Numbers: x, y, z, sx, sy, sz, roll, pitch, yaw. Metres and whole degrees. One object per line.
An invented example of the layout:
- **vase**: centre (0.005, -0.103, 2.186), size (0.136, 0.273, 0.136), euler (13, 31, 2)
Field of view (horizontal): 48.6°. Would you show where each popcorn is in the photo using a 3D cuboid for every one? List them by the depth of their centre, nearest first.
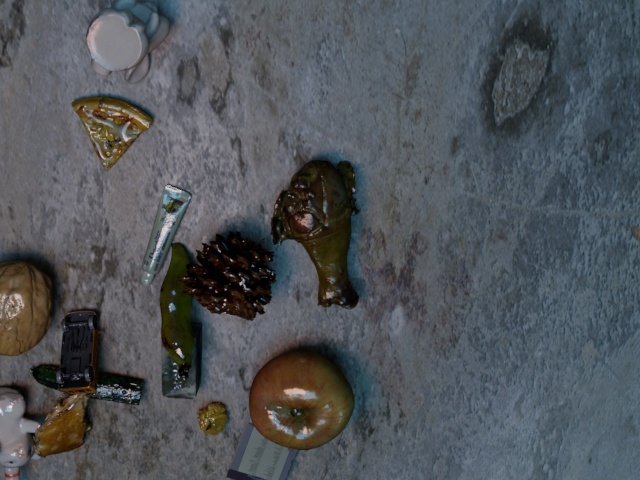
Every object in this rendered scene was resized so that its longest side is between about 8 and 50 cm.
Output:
- **popcorn**: centre (-0.281, 0.465, 1.823), size (0.084, 0.084, 0.084), euler (0, 107, 0)

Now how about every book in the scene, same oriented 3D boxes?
- **book**: centre (-0.141, 0.553, 1.880), size (0.158, 0.026, 0.231), euler (20, 106, -3)

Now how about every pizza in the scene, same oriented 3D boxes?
- **pizza**: centre (-0.493, -0.245, 1.623), size (0.185, 0.036, 0.176), euler (22, 107, -6)
- **pizza**: centre (-0.652, 0.458, 1.786), size (0.147, 0.069, 0.226), euler (-19, 140, -32)

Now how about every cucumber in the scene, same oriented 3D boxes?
- **cucumber**: centre (-0.598, 0.364, 1.802), size (0.294, 0.067, 0.067), euler (10, 107, -2)

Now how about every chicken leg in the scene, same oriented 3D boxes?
- **chicken leg**: centre (-0.011, -0.004, 1.641), size (0.212, 0.140, 0.360), euler (-2, 104, -7)

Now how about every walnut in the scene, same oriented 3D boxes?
- **walnut**: centre (-0.732, 0.160, 1.676), size (0.198, 0.198, 0.244), euler (12, 105, -3)

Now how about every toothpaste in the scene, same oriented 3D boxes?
- **toothpaste**: centre (-0.381, -0.007, 1.699), size (0.067, 0.037, 0.255), euler (22, 102, -2)

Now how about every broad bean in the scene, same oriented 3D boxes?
- **broad bean**: centre (-0.340, 0.171, 1.677), size (0.077, 0.061, 0.338), euler (-4, 82, -7)

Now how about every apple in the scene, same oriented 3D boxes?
- **apple**: centre (-0.048, 0.387, 1.737), size (0.261, 0.194, 0.260), euler (1, 106, 2)

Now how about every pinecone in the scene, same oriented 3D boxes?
- **pinecone**: centre (-0.203, 0.076, 1.640), size (0.222, 0.221, 0.221), euler (0, 107, 0)

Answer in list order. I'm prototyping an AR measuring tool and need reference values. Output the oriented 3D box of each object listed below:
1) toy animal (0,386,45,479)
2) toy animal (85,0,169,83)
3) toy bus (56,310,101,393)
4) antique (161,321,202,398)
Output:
- **toy animal**: centre (-0.781, 0.510, 1.804), size (0.141, 0.138, 0.282), euler (-26, 101, -32)
- **toy animal**: centre (-0.409, -0.419, 1.486), size (0.128, 0.193, 0.178), euler (33, 107, -12)
- **toy bus**: centre (-0.585, 0.274, 1.737), size (0.083, 0.088, 0.194), euler (-5, 65, 3)
- **antique**: centre (-0.345, 0.302, 1.768), size (0.088, 0.086, 0.182), euler (3, 108, 0)
